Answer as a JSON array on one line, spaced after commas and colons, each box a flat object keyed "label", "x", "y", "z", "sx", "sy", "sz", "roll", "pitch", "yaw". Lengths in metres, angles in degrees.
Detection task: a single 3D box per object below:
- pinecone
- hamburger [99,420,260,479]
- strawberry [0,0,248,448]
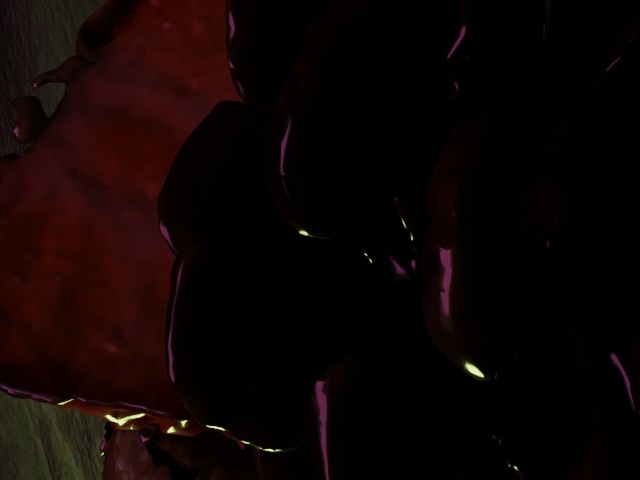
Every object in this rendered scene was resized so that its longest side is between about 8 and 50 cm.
[{"label": "pinecone", "x": 0.091, "y": 0.006, "z": 0.447, "sx": 0.309, "sy": 0.244, "sz": 0.244, "roll": 4, "pitch": 111, "yaw": 50}, {"label": "hamburger", "x": 0.035, "y": 0.198, "z": 0.751, "sx": 0.318, "sy": 0.195, "sz": 0.276, "roll": 15, "pitch": 118, "yaw": 61}, {"label": "strawberry", "x": -0.002, "y": -0.016, "z": 0.713, "sx": 0.150, "sy": 0.280, "sz": 0.253, "roll": 60, "pitch": -140, "yaw": -60}]
